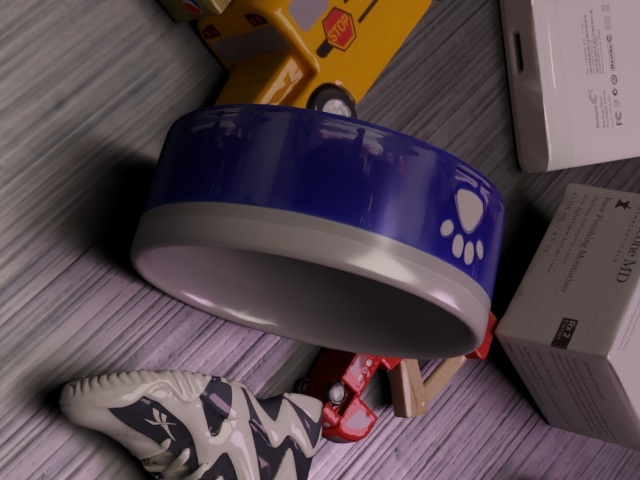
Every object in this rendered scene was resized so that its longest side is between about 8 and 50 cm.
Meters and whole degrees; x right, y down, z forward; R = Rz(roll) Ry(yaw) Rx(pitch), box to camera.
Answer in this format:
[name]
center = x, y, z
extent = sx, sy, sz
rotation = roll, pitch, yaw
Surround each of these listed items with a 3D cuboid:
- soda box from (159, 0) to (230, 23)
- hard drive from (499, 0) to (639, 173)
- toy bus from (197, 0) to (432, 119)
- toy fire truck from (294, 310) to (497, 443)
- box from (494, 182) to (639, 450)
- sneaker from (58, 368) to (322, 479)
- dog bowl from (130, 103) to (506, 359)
[soda box]
center = -0.066, -0.256, 1.125
extent = 0.058, 0.061, 0.181
rotation = 50, 60, -27
[hard drive]
center = 0.325, -0.204, 1.458
extent = 0.353, 0.047, 0.233
rotation = -10, 95, -39
[toy bus]
center = 0.013, -0.203, 1.158
extent = 0.130, 0.108, 0.333
rotation = 50, 60, -27
[toy fire truck]
center = 0.067, 0.109, 1.235
extent = 0.135, 0.047, 0.192
rotation = 47, 62, -31
[box]
center = 0.275, 0.073, 1.336
extent = 0.181, 0.119, 0.182
rotation = -60, 140, -24
[sneaker]
center = -0.096, 0.183, 1.067
extent = 0.235, 0.094, 0.153
rotation = 19, 68, -48
[dog bowl]
center = 0.000, 0.000, 1.042
extent = 0.265, 0.265, 0.104
rotation = 25, 71, -36
